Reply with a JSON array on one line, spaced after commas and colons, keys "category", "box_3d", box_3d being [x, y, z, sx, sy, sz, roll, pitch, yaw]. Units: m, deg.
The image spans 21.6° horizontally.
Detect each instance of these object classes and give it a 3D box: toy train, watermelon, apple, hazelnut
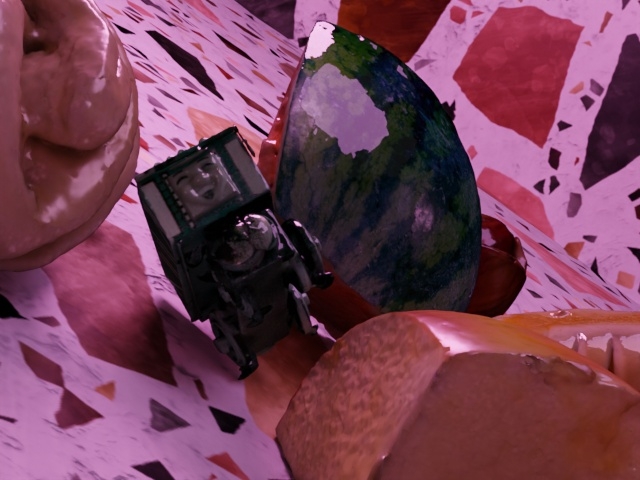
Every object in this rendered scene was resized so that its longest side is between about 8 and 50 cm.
[{"category": "toy train", "box_3d": [-0.070, 0.016, 1.461, 0.154, 0.115, 0.269, 58, -9, 18]}, {"category": "watermelon", "box_3d": [0.043, 0.002, 1.652, 0.292, 0.319, 0.222, 29, 21, -6]}, {"category": "apple", "box_3d": [0.143, 0.207, 1.362, 0.309, 0.314, 0.252, 24, 59, -23]}, {"category": "hazelnut", "box_3d": [0.175, 0.028, 2.167, 0.170, 0.160, 0.201, 26, 21, -31]}]

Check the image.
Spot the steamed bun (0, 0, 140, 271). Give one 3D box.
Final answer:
[{"category": "steamed bun", "box_3d": [-0.296, -0.136, 1.357, 0.325, 0.230, 0.372, 29, 15, -13]}]

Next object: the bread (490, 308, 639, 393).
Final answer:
[{"category": "bread", "box_3d": [0.350, 0.152, 2.041, 0.311, 0.121, 0.173, 1, 9, -7]}]
